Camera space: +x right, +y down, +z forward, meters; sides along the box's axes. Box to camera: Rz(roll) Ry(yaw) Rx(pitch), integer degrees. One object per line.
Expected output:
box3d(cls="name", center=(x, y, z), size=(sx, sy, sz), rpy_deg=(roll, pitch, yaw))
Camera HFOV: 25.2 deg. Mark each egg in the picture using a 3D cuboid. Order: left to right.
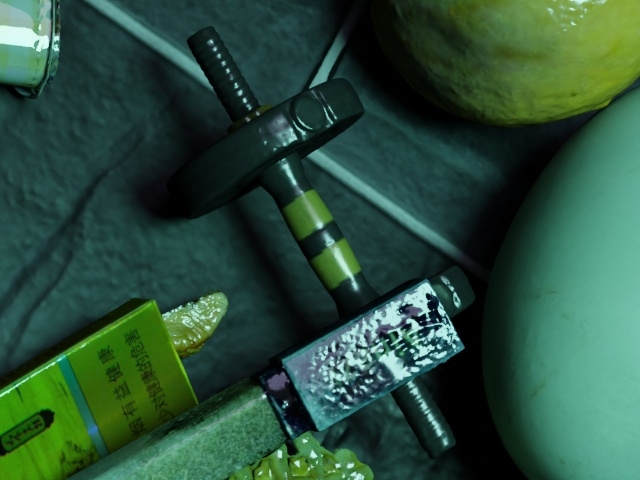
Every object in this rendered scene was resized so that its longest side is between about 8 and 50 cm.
box3d(cls="egg", center=(0.242, 0.032, 1.025), size=(0.230, 0.230, 0.371), rpy_deg=(35, 53, -13))

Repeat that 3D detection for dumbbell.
box3d(cls="dumbbell", center=(0.000, 0.000, 0.954), size=(0.143, 0.143, 0.325), rpy_deg=(-29, 87, -34))

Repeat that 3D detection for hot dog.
box3d(cls="hot dog", center=(-0.097, 0.063, 0.944), size=(0.090, 0.030, 0.034), rpy_deg=(-25, 86, -34))

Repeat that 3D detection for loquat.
box3d(cls="loquat", center=(0.151, -0.187, 1.063), size=(0.238, 0.193, 0.238), rpy_deg=(-3, 60, 4))

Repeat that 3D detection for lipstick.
box3d(cls="lipstick", center=(-0.064, 0.116, 0.825), size=(0.312, 0.051, 0.051), rpy_deg=(-28, 95, -12))

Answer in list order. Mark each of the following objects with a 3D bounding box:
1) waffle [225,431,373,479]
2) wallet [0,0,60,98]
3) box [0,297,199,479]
box3d(cls="waffle", center=(-0.002, 0.216, 0.929), size=(0.183, 0.036, 0.169), rpy_deg=(35, 57, -20))
box3d(cls="wallet", center=(-0.323, -0.208, 0.903), size=(0.310, 0.077, 0.223), rpy_deg=(5, 73, -26))
box3d(cls="box", center=(-0.158, 0.132, 0.861), size=(0.193, 0.030, 0.121), rpy_deg=(-31, 109, -32))
